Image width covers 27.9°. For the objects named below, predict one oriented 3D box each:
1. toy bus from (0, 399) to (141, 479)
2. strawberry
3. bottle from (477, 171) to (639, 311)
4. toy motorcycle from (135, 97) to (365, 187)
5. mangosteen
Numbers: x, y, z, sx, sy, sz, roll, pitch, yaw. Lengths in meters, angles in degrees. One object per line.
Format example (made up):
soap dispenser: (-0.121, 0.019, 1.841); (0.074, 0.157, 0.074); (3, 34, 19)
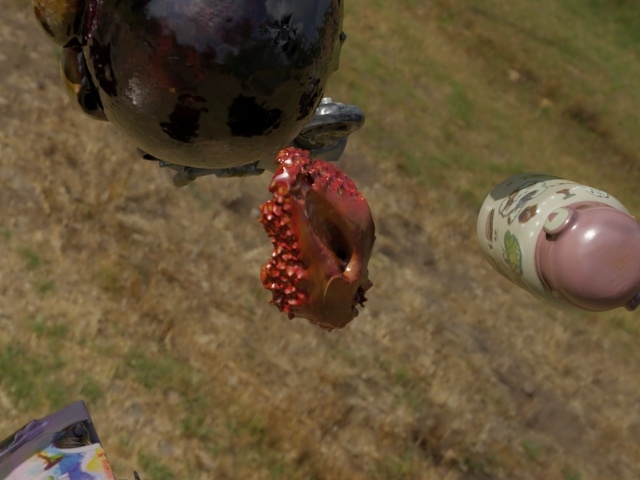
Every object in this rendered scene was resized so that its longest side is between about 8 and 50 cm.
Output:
toy bus: (-0.167, 0.193, 0.848); (0.112, 0.090, 0.274); (-22, 16, -13)
strawberry: (0.003, 0.001, 0.859); (0.048, 0.152, 0.104); (18, 65, 27)
bottle: (0.230, 0.003, 1.202); (0.120, 0.120, 0.253); (22, 4, -9)
toy motorcycle: (-0.057, -0.098, 1.260); (0.225, 0.073, 0.152); (-8, -7, 14)
mangosteen: (-0.106, -0.161, 0.902); (0.250, 0.211, 0.211); (17, 34, 0)
